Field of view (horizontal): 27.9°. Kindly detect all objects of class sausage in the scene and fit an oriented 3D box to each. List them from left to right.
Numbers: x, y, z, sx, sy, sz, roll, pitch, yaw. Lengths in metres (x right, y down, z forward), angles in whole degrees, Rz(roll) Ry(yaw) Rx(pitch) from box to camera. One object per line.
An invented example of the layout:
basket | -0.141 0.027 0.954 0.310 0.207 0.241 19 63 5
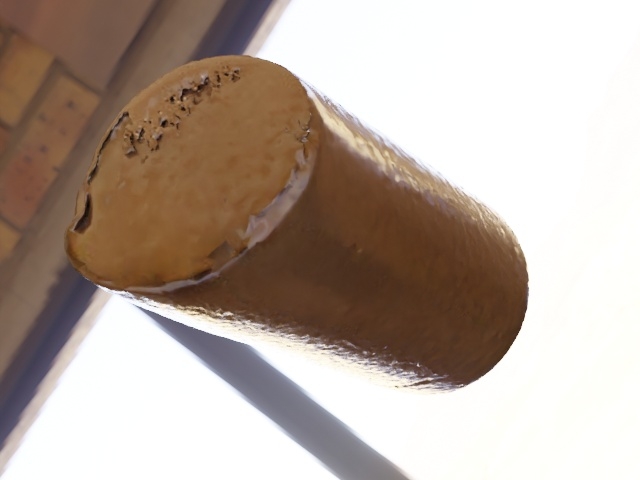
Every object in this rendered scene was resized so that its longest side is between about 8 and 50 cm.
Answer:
sausage | 0.000 0.000 0.620 0.123 0.123 0.253 -56 -32 6
